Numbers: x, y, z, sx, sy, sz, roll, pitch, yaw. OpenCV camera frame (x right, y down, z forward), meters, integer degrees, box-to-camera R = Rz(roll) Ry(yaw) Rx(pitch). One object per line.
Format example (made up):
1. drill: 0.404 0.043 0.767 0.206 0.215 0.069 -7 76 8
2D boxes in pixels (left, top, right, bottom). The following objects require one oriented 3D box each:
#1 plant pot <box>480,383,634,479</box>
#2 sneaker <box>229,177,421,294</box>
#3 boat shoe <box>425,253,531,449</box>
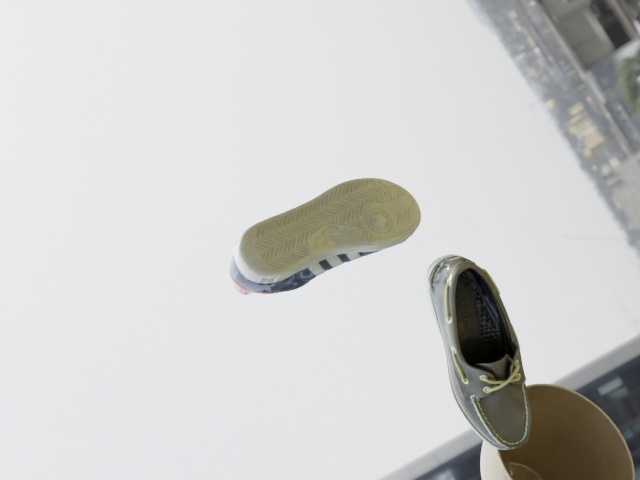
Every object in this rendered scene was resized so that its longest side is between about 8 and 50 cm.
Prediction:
1. plant pot: 0.415 0.439 2.040 0.284 0.191 0.284 12 -130 -14
2. sneaker: 0.000 0.000 1.797 0.131 0.350 0.148 66 152 16
3. boat shoe: 0.235 0.167 1.561 0.091 0.109 0.305 -172 62 -78
